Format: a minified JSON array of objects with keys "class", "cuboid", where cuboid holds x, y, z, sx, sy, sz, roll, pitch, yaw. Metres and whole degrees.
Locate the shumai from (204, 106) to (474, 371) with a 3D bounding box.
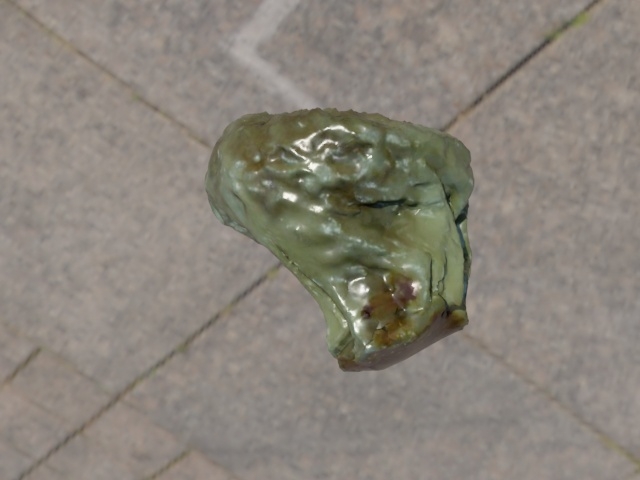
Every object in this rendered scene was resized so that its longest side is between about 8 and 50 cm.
[{"class":"shumai","cuboid":[0.000,0.000,1.374,0.261,0.221,0.225,9,173,35]}]
